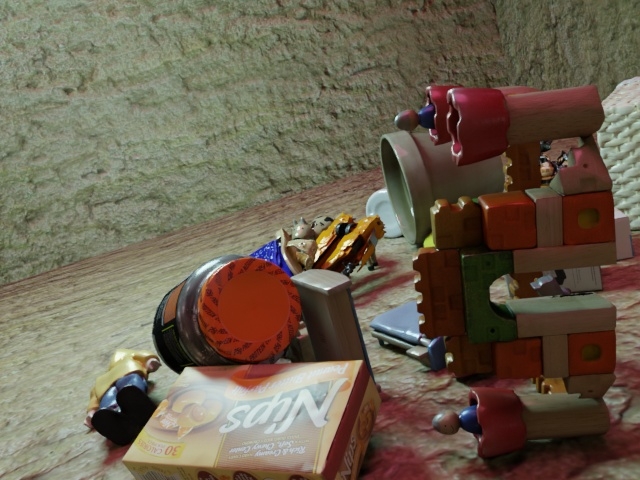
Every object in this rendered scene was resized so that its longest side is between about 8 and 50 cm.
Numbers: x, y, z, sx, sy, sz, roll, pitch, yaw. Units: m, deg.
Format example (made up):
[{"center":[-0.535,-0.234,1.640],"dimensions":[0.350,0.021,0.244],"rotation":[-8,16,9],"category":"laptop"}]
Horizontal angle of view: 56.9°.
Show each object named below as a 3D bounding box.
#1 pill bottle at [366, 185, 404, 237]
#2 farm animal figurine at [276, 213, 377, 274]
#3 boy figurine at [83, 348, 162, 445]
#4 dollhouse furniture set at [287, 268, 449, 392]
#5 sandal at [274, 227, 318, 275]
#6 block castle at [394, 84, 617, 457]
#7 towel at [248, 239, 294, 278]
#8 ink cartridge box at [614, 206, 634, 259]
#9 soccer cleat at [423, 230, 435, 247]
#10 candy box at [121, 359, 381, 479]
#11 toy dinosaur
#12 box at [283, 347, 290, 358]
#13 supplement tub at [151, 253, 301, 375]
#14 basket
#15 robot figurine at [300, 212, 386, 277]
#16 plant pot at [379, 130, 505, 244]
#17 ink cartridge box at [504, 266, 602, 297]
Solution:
[{"center":[0.284,-0.126,1.963],"dimensions":[0.161,0.161,0.283],"rotation":[-5,16,37],"category":"pill bottle"},{"center":[0.000,0.000,1.723],"dimensions":[0.331,0.172,0.327],"rotation":[-13,13,9],"category":"farm animal figurine"},{"center":[-0.377,0.283,1.130],"dimensions":[0.177,0.092,0.285],"rotation":[-44,15,-9],"category":"boy figurine"},{"center":[0.109,0.110,1.083],"dimensions":[0.304,0.198,0.286],"rotation":[-21,14,-25],"category":"dollhouse furniture set"},{"center":[-0.047,0.019,1.431],"dimensions":[0.079,0.088,0.240],"rotation":[-37,32,4],"category":"sandal"},{"center":[0.222,0.023,0.783],"dimensions":[0.213,0.453,0.303],"rotation":[-6,15,5],"category":"block castle"},{"center":[-0.174,0.099,1.441],"dimensions":[0.228,0.076,0.308],"rotation":[-27,15,2],"category":"towel"},{"center":[0.610,-0.018,1.293],"dimensions":[0.090,0.092,0.143],"rotation":[-12,12,13],"category":"ink cartridge box"},{"center":[0.362,0.010,1.457],"dimensions":[0.289,0.093,0.121],"rotation":[0,22,47],"category":"soccer cleat"},{"center":[-0.093,0.263,0.818],"dimensions":[0.317,0.087,0.183],"rotation":[-7,32,27],"category":"candy box"},{"center":[0.748,-0.232,1.952],"dimensions":[0.322,0.164,0.218],"rotation":[7,31,0],"category":"toy dinosaur"},{"center":[-0.099,0.200,1.244],"dimensions":[0.054,0.059,0.169],"rotation":[-22,15,-39],"category":"box"},{"center":[-0.173,0.143,1.057],"dimensions":[0.207,0.207,0.338],"rotation":[-22,-3,-28],"category":"supplement tub"},{"center":[0.835,-0.214,1.352],"dimensions":[0.331,0.328,0.266],"rotation":[-1,21,46],"category":"basket"},{"center":[0.034,0.052,1.478],"dimensions":[0.211,0.085,0.291],"rotation":[6,52,52],"category":"robot figurine"},{"center":[0.344,-0.175,1.656],"dimensions":[0.281,0.323,0.323],"rotation":[-15,13,-3],"category":"plant pot"},{"center":[0.468,0.053,1.195],"dimensions":[0.175,0.072,0.127],"rotation":[-9,15,26],"category":"ink cartridge box"}]
